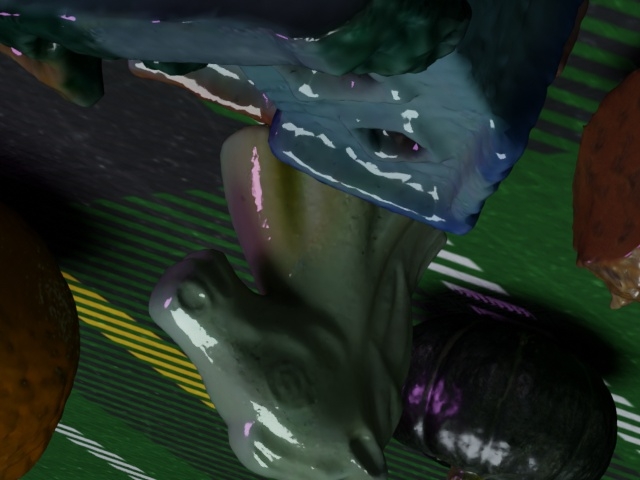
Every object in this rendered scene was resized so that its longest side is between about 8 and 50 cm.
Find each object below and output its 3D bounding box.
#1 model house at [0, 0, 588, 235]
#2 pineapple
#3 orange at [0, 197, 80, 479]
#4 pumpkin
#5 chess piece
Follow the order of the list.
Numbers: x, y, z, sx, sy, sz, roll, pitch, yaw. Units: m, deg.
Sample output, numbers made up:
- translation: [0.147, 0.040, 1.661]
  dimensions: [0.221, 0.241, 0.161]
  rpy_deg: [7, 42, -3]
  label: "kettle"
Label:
- translation: [-0.002, -0.129, 0.815]
  dimensions: [0.294, 0.252, 0.329]
  rpy_deg: [5, 159, 30]
  label: "model house"
- translation: [0.291, -0.007, 0.979]
  dimensions: [0.278, 0.158, 0.158]
  rpy_deg: [16, 160, -24]
  label: "pineapple"
- translation: [-0.386, 0.078, 1.491]
  dimensions: [0.340, 0.293, 0.341]
  rpy_deg: [9, 143, 7]
  label: "orange"
- translation: [0.147, 0.149, 1.389]
  dimensions: [0.211, 0.152, 0.212]
  rpy_deg: [22, 159, 9]
  label: "pumpkin"
- translation: [0.000, 0.000, 1.002]
  dimensions: [0.175, 0.298, 0.176]
  rpy_deg: [16, 158, 6]
  label: "chess piece"
